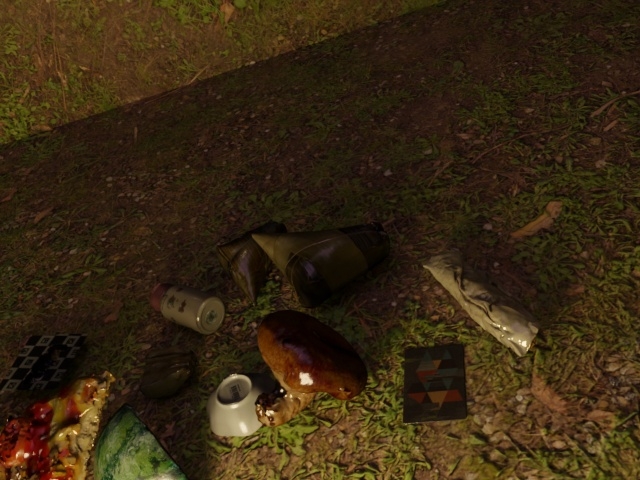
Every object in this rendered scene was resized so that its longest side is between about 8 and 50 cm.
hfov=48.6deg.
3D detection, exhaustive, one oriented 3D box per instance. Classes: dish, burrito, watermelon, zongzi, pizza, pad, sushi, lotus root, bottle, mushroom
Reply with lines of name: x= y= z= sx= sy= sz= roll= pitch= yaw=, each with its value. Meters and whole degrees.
dish: x=-0.196 y=0.373 z=1.689 sx=0.190 sy=0.066 sz=0.191 roll=-13 pitch=38 yaw=10
burrito: x=0.393 y=0.136 z=1.703 sx=0.117 sy=0.076 sz=0.392 roll=-28 pitch=38 yaw=-11
watermelon: x=-0.389 y=0.504 z=1.569 sx=0.180 sy=0.224 sz=0.305 roll=8 pitch=16 yaw=-46
zongzi: x=0.000 y=0.000 z=1.949 sx=0.289 sy=0.154 sz=0.317 roll=-31 pitch=54 yaw=-18
pizza: x=-0.655 y=0.462 z=1.679 sx=0.439 sy=0.130 sz=0.406 roll=21 pitch=72 yaw=42
zongzi: x=-0.158 y=0.058 z=2.027 sx=0.221 sy=0.112 sz=0.242 roll=-31 pitch=47 yaw=-15
pad: x=0.257 y=0.321 z=1.601 sx=0.142 sy=0.003 sz=0.211 roll=-9 pitch=40 yaw=15
sushi: x=-0.767 y=0.355 z=1.982 sx=0.192 sy=0.051 sz=0.215 roll=-5 pitch=35 yaw=14
lotus root: x=-0.382 y=0.339 z=1.813 sx=0.144 sy=0.070 sz=0.143 roll=-14 pitch=32 yaw=14
bottle: x=-0.380 y=0.181 z=1.972 sx=0.233 sy=0.110 sz=0.110 roll=13 pitch=49 yaw=36
mushroom: x=-0.036 y=0.279 z=1.641 sx=0.254 sy=0.267 sz=0.267 roll=-36 pitch=28 yaw=32
